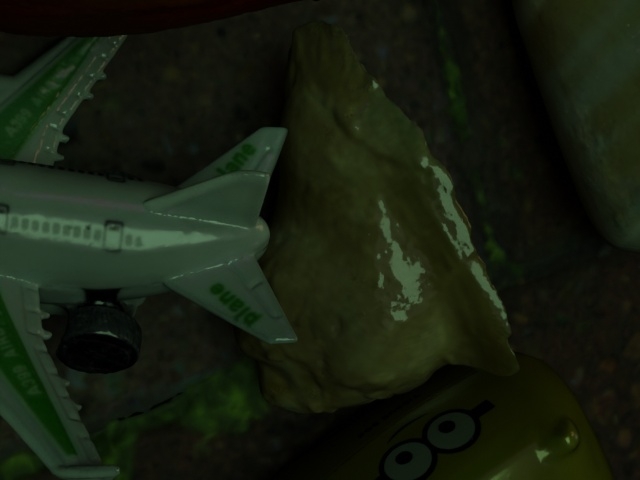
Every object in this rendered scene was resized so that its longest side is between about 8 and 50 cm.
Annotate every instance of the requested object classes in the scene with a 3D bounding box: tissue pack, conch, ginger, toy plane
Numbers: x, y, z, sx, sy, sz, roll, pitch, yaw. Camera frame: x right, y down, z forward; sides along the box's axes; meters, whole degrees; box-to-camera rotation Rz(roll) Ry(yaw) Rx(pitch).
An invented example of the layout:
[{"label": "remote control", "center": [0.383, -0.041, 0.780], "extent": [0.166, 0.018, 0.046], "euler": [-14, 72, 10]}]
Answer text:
[{"label": "tissue pack", "center": [0.066, 0.143, 0.686], "extent": [0.178, 0.127, 0.123], "euler": [-32, 109, -15]}, {"label": "conch", "center": [0.186, -0.097, 0.706], "extent": [0.158, 0.127, 0.255], "euler": [-38, 108, -13]}, {"label": "ginger", "center": [0.000, -0.004, 0.659], "extent": [0.122, 0.115, 0.193], "euler": [-24, 95, -3]}, {"label": "toy plane", "center": [-0.139, -0.002, 0.591], "extent": [0.255, 0.101, 0.251], "euler": [1, 56, -6]}]

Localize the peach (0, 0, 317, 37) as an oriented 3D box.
[{"label": "peach", "center": [-0.114, -0.221, 0.494], "extent": [0.338, 0.281, 0.281], "euler": [33, 83, -15]}]
